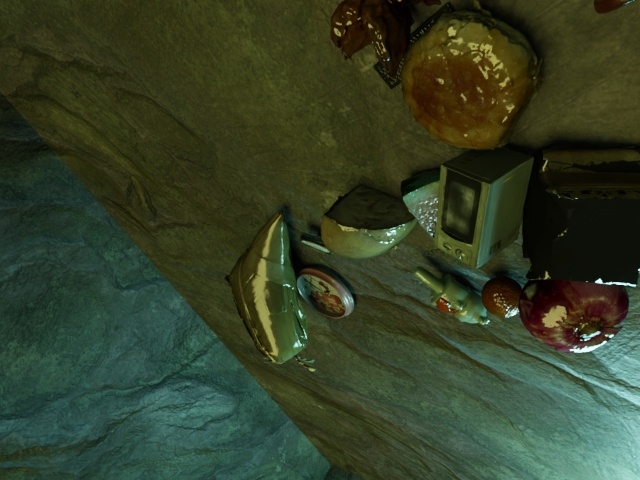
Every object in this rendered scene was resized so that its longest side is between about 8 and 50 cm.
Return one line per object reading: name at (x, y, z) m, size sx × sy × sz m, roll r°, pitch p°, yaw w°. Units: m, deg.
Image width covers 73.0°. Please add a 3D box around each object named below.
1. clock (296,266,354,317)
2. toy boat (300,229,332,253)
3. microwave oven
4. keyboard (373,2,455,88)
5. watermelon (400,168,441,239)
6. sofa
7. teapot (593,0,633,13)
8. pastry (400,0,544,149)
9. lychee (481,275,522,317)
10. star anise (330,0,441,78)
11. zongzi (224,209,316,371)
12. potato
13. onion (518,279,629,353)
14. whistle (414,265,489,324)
clock at (0.015, 0.192, 1.598) m, size 0.244 × 0.056 × 0.244 m, roll 27°, pitch 144°, yaw 21°
toy boat at (0.000, 0.000, 1.397) m, size 0.137 × 0.061 × 0.060 m, roll 20°, pitch 150°, yaw 12°
microwave oven at (0.326, -0.076, 0.893) m, size 0.129 × 0.163 × 0.205 m, roll 34°, pitch 142°, yaw 41°
keyboard at (0.190, -0.377, 0.857) m, size 0.067 × 0.011 × 0.202 m, roll 48°, pitch 144°, yaw -14°
watermelon at (0.299, -0.064, 1.047) m, size 0.154 × 0.094 × 0.241 m, roll -17°, pitch 126°, yaw 18°
sofa at (0.506, -0.053, 0.829) m, size 0.200 × 0.182 × 0.258 m, roll 3°, pitch 131°, yaw 18°
teapot at (0.473, -0.351, 0.526) m, size 0.252 × 0.135 × 0.178 m, roll -12°, pitch 116°, yaw 47°
pastry at (0.267, -0.289, 0.790) m, size 0.235 × 0.121 × 0.257 m, roll 32°, pitch 152°, yaw 16°
lychee at (0.465, 0.140, 1.106) m, size 0.114 × 0.140 × 0.101 m, roll 37°, pitch 112°, yaw 38°
star anise at (0.068, -0.454, 0.761) m, size 0.237 × 0.148 × 0.346 m, roll -25°, pitch 104°, yaw 50°
zongzi at (-0.134, 0.213, 1.499) m, size 0.500 × 0.218 × 0.467 m, roll 62°, pitch 149°, yaw 17°
potato at (0.124, 0.006, 1.180) m, size 0.211 × 0.189 × 0.264 m, roll 27°, pitch 143°, yaw 16°
onion at (0.536, 0.136, 0.945) m, size 0.200 × 0.200 × 0.207 m, roll 43°, pitch 142°, yaw -5°
whistle at (0.364, 0.154, 1.195) m, size 0.253 × 0.106 × 0.102 m, roll 36°, pitch 169°, yaw -4°
